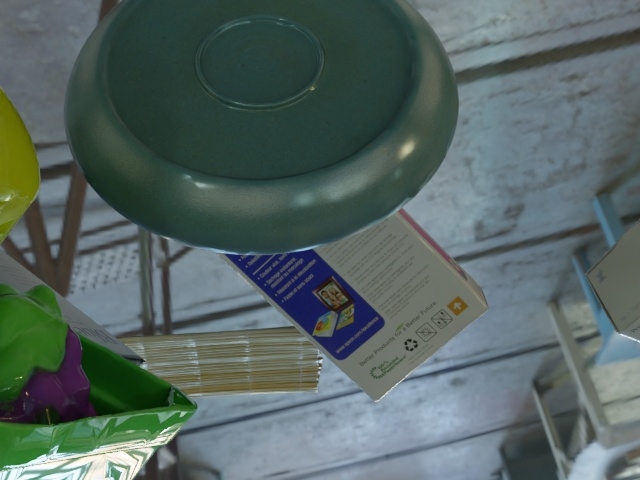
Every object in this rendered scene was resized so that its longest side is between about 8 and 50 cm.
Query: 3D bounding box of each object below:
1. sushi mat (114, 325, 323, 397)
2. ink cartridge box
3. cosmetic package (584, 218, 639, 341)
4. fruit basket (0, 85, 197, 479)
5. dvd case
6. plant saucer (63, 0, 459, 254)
[{"bbox_3d":[-0.154,0.163,1.261,0.317,0.019,0.151,-3,138,-2],"label":"sushi mat"},{"bbox_3d":[0.000,0.000,1.088,0.176,0.069,0.371,-42,107,15],"label":"ink cartridge box"},{"bbox_3d":[0.510,0.071,1.241,0.309,0.113,0.160,18,126,-29],"label":"cosmetic package"},{"bbox_3d":[-0.269,0.013,0.631,0.392,0.392,0.283,-23,166,16],"label":"fruit basket"},{"bbox_3d":[-0.299,0.045,0.895,0.022,0.253,0.180,-59,156,3],"label":"dvd case"},{"bbox_3d":[-0.047,-0.131,0.777,0.318,0.317,0.043,-9,147,-7],"label":"plant saucer"}]
